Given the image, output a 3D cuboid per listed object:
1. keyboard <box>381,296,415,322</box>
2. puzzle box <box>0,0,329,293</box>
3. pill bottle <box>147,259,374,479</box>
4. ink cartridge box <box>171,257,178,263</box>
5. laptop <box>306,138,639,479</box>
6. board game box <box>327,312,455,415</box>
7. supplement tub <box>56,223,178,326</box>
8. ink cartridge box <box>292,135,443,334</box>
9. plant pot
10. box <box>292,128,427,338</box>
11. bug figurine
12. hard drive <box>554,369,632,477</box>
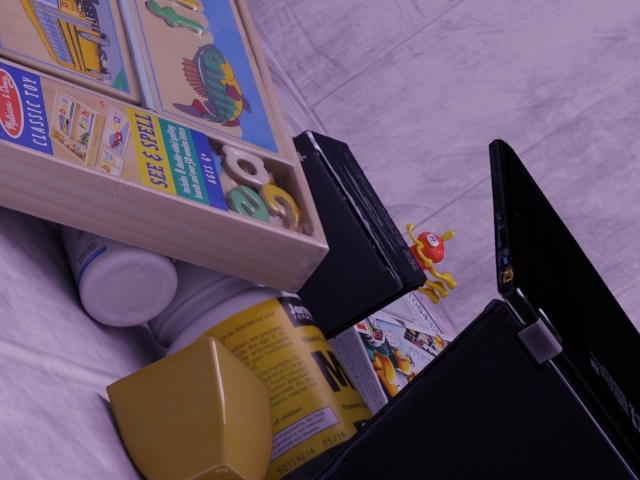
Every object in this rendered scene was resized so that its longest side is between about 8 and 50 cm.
[{"bbox_3d":[-0.013,0.019,1.553,0.256,0.014,0.072,23,32,-34],"label":"keyboard"},{"bbox_3d":[-0.159,-0.149,1.224,0.272,0.052,0.409,17,36,-31],"label":"puzzle box"},{"bbox_3d":[-0.042,0.109,1.184,0.208,0.119,0.119,57,7,18],"label":"pill bottle"},{"bbox_3d":[-0.129,-0.025,1.396,0.190,0.082,0.139,58,7,32],"label":"ink cartridge box"},{"bbox_3d":[0.145,0.202,1.194,0.382,0.236,0.408,53,19,-20],"label":"laptop"},{"bbox_3d":[0.108,0.176,1.597,0.305,0.053,0.193,20,42,-60],"label":"board game box"},{"bbox_3d":[-0.147,0.005,1.157,0.071,0.071,0.107,50,9,-41],"label":"supplement tub"},{"bbox_3d":[0.015,0.080,1.698,0.324,0.071,0.330,53,19,-11],"label":"ink cartridge box"},{"bbox_3d":[-0.078,0.127,1.032,0.081,0.081,0.083,48,20,-49],"label":"plant pot"},{"bbox_3d":[0.000,0.000,1.374,0.153,0.108,0.207,59,9,6],"label":"box"},{"bbox_3d":[0.128,0.127,1.937,0.072,0.216,0.279,11,40,-46],"label":"bug figurine"},{"bbox_3d":[0.327,0.274,1.976,0.040,0.210,0.318,-112,-160,-61],"label":"hard drive"}]
